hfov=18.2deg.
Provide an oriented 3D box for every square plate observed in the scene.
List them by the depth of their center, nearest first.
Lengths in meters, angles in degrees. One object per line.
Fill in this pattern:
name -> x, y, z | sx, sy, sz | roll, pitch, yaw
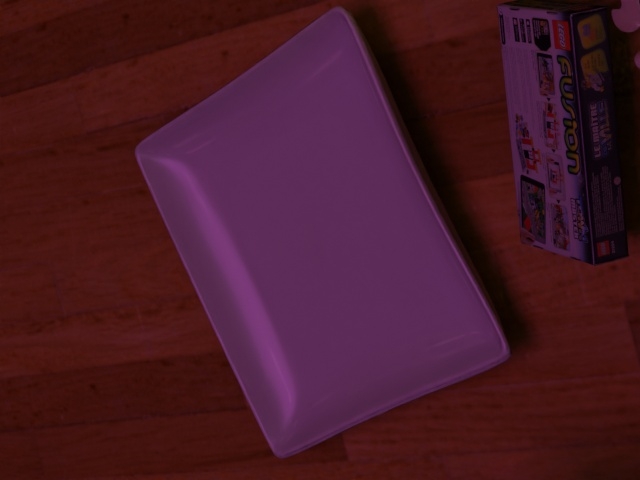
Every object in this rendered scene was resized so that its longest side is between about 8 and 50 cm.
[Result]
square plate -> 0.000, 0.000, 1.870 | 0.344, 0.049, 0.347 | -29, 84, 46

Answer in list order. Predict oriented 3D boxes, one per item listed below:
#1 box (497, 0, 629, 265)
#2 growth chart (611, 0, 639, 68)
box -> 0.197, -0.090, 1.630 | 0.114, 0.036, 0.207 | 21, 121, 61
growth chart -> 0.262, -0.257, 1.500 | 0.172, 0.021, 0.237 | -16, 84, 59
